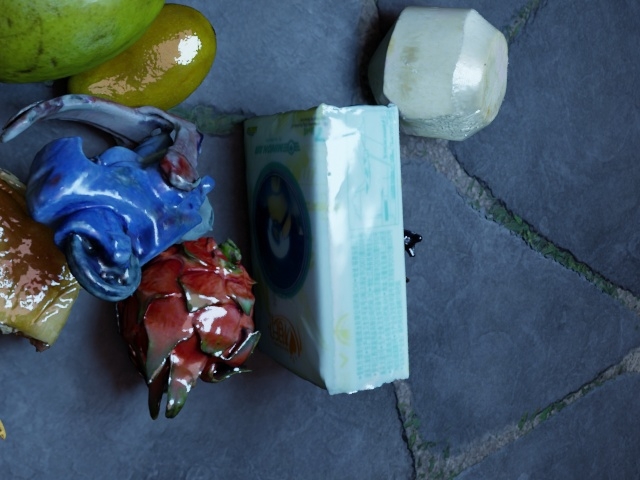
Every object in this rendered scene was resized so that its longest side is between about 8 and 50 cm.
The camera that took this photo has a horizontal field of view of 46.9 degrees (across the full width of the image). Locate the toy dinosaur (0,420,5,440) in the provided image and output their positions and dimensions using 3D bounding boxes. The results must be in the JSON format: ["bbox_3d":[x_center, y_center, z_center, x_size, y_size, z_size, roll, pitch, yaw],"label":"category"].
[{"bbox_3d":[-0.506,0.148,0.928,0.117,0.070,0.288,-26,105,-16],"label":"toy dinosaur"}]

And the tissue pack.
[{"bbox_3d":[0.000,0.000,1.105,0.162,0.287,0.388,-6,98,-26],"label":"tissue pack"}]

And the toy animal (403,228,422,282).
[{"bbox_3d":[0.097,0.010,1.297,0.202,0.070,0.105,18,104,-36],"label":"toy animal"}]

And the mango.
[{"bbox_3d":[-0.246,-0.243,1.035,0.227,0.099,0.136,-37,118,-15],"label":"mango"}]

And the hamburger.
[{"bbox_3d":[-0.409,0.006,0.922,0.245,0.155,0.282,-7,95,-35],"label":"hamburger"}]

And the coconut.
[{"bbox_3d":[0.190,-0.279,1.245,0.241,0.241,0.241,-4,97,-32],"label":"coconut"}]

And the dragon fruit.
[{"bbox_3d":[-0.192,0.118,1.052,0.192,0.193,0.274,38,73,-60],"label":"dragon fruit"}]

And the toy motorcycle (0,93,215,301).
[{"bbox_3d":[-0.268,-0.061,0.927,0.241,0.319,0.182,29,113,4],"label":"toy motorcycle"}]

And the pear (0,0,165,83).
[{"bbox_3d":[-0.329,-0.328,0.888,0.307,0.253,0.253,-34,112,-15],"label":"pear"}]
